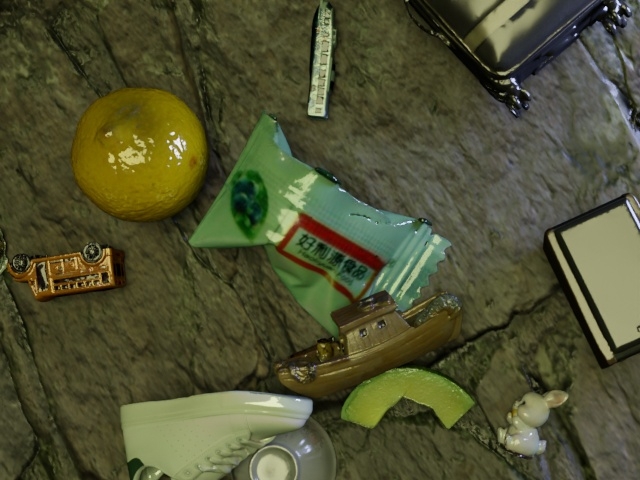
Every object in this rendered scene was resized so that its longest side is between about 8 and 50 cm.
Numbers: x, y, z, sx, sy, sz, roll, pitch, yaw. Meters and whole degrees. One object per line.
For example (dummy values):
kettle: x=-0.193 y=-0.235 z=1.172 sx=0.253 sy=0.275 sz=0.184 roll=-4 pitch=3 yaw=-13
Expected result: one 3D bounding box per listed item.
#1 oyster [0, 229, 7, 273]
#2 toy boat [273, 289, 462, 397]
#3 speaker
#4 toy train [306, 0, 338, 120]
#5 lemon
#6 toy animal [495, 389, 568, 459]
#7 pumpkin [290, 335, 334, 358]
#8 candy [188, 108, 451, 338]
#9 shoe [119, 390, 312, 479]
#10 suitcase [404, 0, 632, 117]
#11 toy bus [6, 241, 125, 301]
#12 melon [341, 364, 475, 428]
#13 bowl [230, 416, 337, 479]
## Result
oyster: x=-0.645 y=0.037 z=1.930 sx=0.177 sy=0.064 sz=0.125 roll=-18 pitch=98 yaw=-3
toy boat: x=0.077 y=0.156 z=1.746 sx=0.321 sy=0.089 sz=0.121 roll=-21 pitch=111 yaw=-8
speaker: x=0.463 y=0.065 z=1.691 sx=0.153 sy=0.192 sz=0.231 roll=-25 pitch=78 yaw=7
toy train: x=0.004 y=-0.313 z=1.862 sx=0.047 sy=0.043 sz=0.207 roll=5 pitch=86 yaw=7
lemon: x=-0.298 y=-0.142 z=1.790 sx=0.228 sy=0.253 sz=0.228 roll=0 pitch=85 yaw=-5
toy animal: x=0.340 y=0.289 z=1.748 sx=0.085 sy=0.071 sz=0.124 roll=20 pitch=89 yaw=11
pumpkin: x=-0.001 y=0.206 z=1.824 sx=0.101 sy=0.035 sz=0.073 roll=-22 pitch=95 yaw=27
candy: x=0.000 y=-0.001 z=1.801 sx=0.398 sy=0.172 sz=0.263 roll=34 pitch=103 yaw=-10
shoe: x=-0.176 y=0.332 z=1.753 sx=0.363 sy=0.132 sz=0.160 roll=-10 pitch=77 yaw=29
suitcase: x=0.267 y=-0.443 z=1.759 sx=0.283 sy=0.194 sz=0.434 roll=-40 pitch=79 yaw=4
toy bus: x=-0.443 y=0.057 z=1.881 sx=0.194 sy=0.083 sz=0.088 roll=-9 pitch=85 yaw=7
melon: x=0.147 y=0.259 z=1.778 sx=0.209 sy=0.064 sz=0.118 roll=12 pitch=100 yaw=8
bowl: x=-0.071 y=0.378 z=1.798 sx=0.189 sy=0.086 sz=0.189 roll=-1 pitch=85 yaw=10
